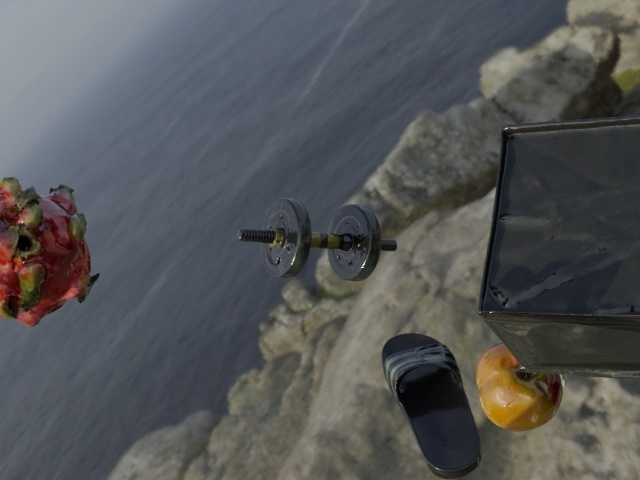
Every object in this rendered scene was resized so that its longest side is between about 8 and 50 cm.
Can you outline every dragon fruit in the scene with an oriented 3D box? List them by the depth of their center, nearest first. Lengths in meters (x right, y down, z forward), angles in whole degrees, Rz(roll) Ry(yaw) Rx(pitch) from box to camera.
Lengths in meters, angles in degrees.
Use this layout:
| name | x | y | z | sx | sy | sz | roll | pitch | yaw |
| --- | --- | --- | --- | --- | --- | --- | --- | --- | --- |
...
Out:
| name | x | y | z | sx | sy | sz | roll | pitch | yaw |
| --- | --- | --- | --- | --- | --- | --- | --- | --- | --- |
| dragon fruit | -0.317 | 0.007 | 0.982 | 0.172 | 0.160 | 0.166 | -4 | 65 | 65 |

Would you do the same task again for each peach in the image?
| name | x | y | z | sx | sy | sz | roll | pitch | yaw |
| --- | --- | --- | --- | --- | --- | --- | --- | --- | --- |
| peach | 0.299 | 0.221 | 1.352 | 0.138 | 0.138 | 0.138 | -39 | 19 | 16 |

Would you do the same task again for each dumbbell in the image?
| name | x | y | z | sx | sy | sz | roll | pitch | yaw |
| --- | --- | --- | --- | --- | --- | --- | --- | --- | --- |
| dumbbell | 0.000 | 0.000 | 1.614 | 0.143 | 0.326 | 0.143 | -10 | 79 | 58 |

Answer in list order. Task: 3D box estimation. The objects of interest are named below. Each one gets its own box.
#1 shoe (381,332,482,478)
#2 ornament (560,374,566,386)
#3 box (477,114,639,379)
| name | x | y | z | sx | sy | sz | roll | pitch | yaw |
| --- | --- | --- | --- | --- | --- | --- | --- | --- | --- |
| shoe | 0.103 | 0.139 | 0.851 | 0.071 | 0.049 | 0.179 | -19 | 39 | 0 |
| ornament | 0.421 | 0.255 | 1.671 | 0.069 | 0.041 | 0.092 | 6 | 85 | 25 |
| box | 0.377 | 0.015 | 1.018 | 0.345 | 0.204 | 0.251 | -1 | 63 | 29 |
